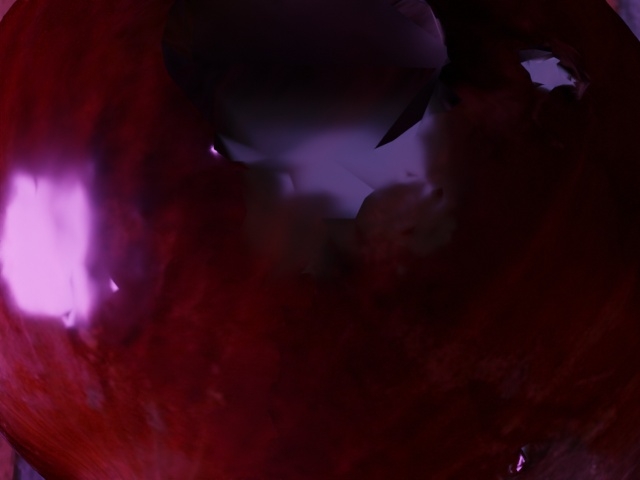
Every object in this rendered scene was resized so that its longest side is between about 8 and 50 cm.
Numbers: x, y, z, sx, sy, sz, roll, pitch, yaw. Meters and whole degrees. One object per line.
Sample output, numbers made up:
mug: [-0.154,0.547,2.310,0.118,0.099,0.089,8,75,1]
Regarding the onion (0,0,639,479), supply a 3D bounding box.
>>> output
onion: [0.007,-0.004,0.825,0.341,0.341,0.341,1,69,-3]
